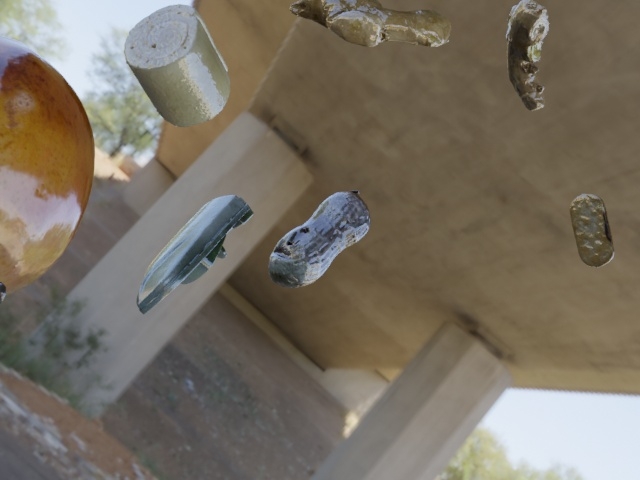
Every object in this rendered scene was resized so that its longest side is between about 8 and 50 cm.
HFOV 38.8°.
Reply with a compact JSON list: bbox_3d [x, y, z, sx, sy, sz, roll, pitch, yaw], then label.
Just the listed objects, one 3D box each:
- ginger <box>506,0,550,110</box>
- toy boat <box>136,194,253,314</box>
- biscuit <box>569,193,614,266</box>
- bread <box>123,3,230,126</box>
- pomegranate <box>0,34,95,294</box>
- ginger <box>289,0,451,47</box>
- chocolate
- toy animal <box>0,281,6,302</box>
[{"bbox_3d":[0.301,-0.275,1.327,0.069,0.051,0.173,34,-29,41],"label":"ginger"},{"bbox_3d":[-0.244,0.031,1.695,0.141,0.319,0.092,-27,-72,43],"label":"toy boat"},{"bbox_3d":[0.527,-0.021,1.764,0.071,0.147,0.018,-16,-10,34],"label":"biscuit"},{"bbox_3d":[-0.228,-0.280,1.465,0.134,0.148,0.141,-6,-37,18],"label":"bread"},{"bbox_3d":[-0.392,-0.068,0.968,0.319,0.319,0.319,40,-12,10],"label":"pomegranate"},{"bbox_3d":[0.079,-0.304,1.240,0.133,0.214,0.058,47,-46,47],"label":"ginger"},{"bbox_3d":[0.000,0.000,1.717,0.110,0.248,0.110,43,-21,21],"label":"chocolate"},{"bbox_3d":[-0.333,0.007,0.667,0.176,0.073,0.216,5,57,-44],"label":"toy animal"}]
